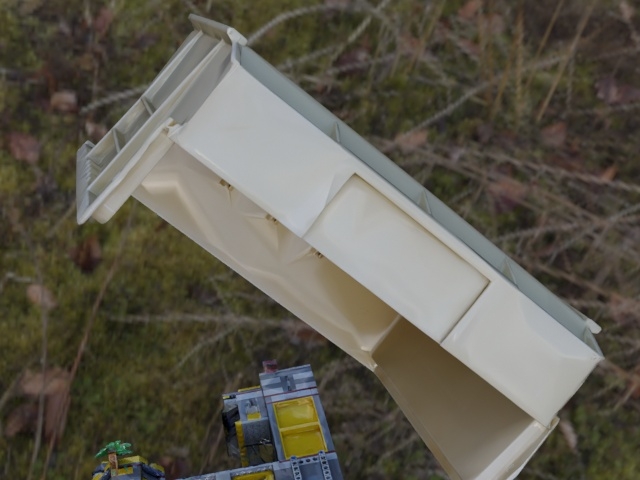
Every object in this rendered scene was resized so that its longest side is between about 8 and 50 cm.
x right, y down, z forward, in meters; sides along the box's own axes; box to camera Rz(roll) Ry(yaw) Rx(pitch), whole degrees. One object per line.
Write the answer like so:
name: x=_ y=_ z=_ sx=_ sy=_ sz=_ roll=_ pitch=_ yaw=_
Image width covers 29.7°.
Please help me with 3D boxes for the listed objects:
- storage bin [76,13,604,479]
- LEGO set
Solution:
storage bin: x=0.000 y=0.000 z=0.704 sx=0.262 sy=0.123 sz=0.260 roll=38 pitch=3 yaw=-16
LEGO set: x=-0.082 y=0.260 z=1.087 sx=0.255 sy=0.331 sz=0.192 roll=-17 pitch=35 yaw=-1
